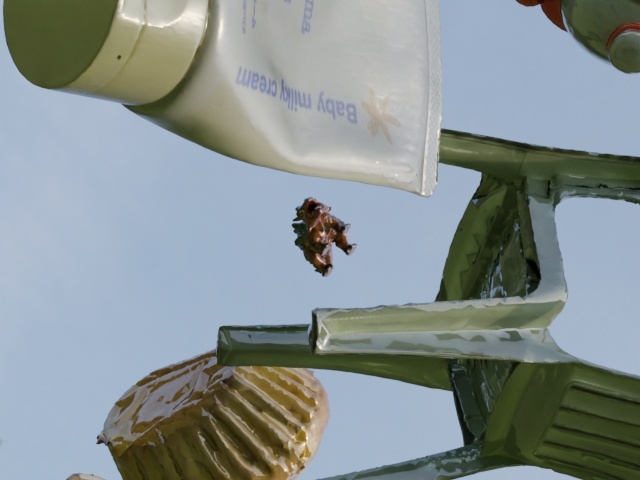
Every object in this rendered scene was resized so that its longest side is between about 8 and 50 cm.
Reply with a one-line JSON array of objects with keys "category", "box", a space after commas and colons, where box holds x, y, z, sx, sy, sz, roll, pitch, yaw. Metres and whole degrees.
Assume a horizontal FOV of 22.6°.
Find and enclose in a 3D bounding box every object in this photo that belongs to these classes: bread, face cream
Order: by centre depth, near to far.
[{"category": "face cream", "box": [-0.018, -0.084, 0.655, 0.070, 0.224, 0.114, -4, -96, 43]}, {"category": "bread", "box": [-0.124, 0.218, 1.892, 0.274, 0.274, 0.149, -12, -60, 37]}]

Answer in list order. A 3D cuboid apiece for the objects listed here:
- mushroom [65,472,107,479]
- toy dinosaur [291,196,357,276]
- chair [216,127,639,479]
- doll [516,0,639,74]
[{"category": "mushroom", "box": [-0.154, 0.231, 1.216, 0.129, 0.072, 0.088, 39, -24, -19]}, {"category": "toy dinosaur", "box": [0.000, 0.000, 1.549, 0.055, 0.049, 0.154, 37, -17, 20]}, {"category": "chair", "box": [0.101, 0.064, 0.860, 0.275, 0.190, 0.203, 2, -48, -14]}, {"category": "doll", "box": [0.323, -0.191, 1.289, 0.337, 0.199, 0.105, 7, -46, 13]}]
